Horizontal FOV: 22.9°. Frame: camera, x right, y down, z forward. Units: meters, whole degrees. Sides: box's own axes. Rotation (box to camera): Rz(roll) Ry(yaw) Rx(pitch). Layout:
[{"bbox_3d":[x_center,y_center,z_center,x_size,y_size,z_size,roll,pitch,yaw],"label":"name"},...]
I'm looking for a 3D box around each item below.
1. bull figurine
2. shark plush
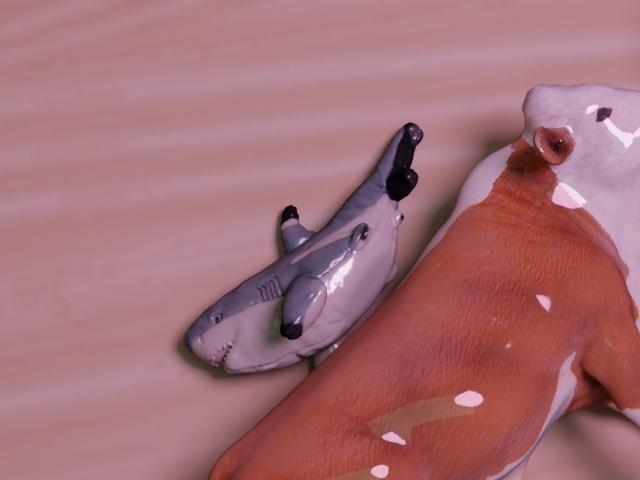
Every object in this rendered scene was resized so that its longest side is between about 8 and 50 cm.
[{"bbox_3d":[0.091,0.068,0.755,0.310,0.101,0.188,-44,88,-12],"label":"bull figurine"},{"bbox_3d":[0.000,0.000,0.788,0.067,0.073,0.161,24,80,31],"label":"shark plush"}]
